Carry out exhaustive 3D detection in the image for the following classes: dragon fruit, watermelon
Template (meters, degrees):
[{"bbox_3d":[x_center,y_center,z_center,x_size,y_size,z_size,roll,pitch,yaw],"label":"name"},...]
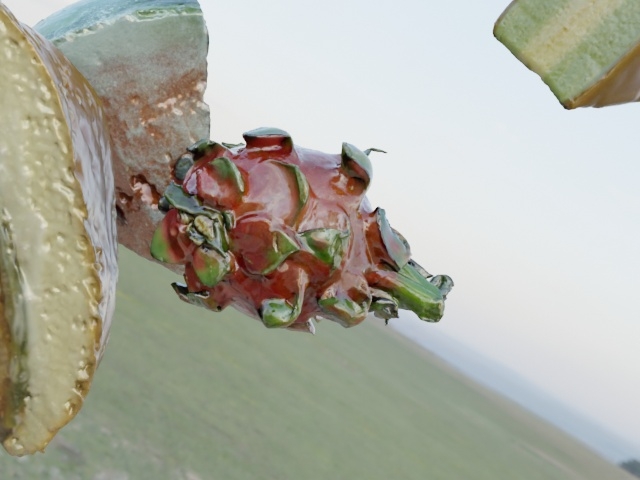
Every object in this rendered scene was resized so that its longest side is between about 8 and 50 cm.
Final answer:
[{"bbox_3d":[-0.001,-0.004,0.819,0.236,0.137,0.135,7,9,-24],"label":"dragon fruit"},{"bbox_3d":[-0.152,-0.085,1.008,0.094,0.154,0.241,-134,-152,-65],"label":"watermelon"}]

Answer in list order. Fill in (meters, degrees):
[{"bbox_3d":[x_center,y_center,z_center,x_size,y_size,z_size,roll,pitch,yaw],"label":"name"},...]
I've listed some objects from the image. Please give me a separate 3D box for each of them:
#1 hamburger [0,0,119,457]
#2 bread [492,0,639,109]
[{"bbox_3d":[-0.224,-0.037,0.828,0.162,0.330,0.209,-6,22,1],"label":"hamburger"},{"bbox_3d":[0.162,-0.140,0.594,0.084,0.139,0.074,-9,50,-40],"label":"bread"}]
